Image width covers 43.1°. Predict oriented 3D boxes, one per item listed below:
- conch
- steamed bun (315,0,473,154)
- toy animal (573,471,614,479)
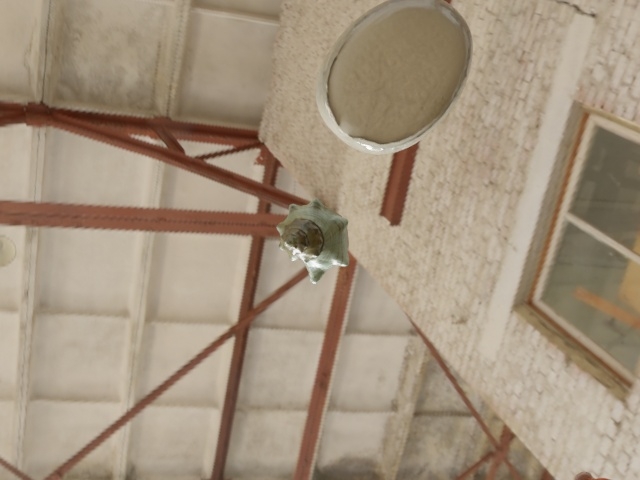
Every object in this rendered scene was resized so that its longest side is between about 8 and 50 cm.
[{"bbox_3d":[0.005,0.004,1.406,0.234,0.114,0.137,20,-107,-50],"label":"conch"},{"bbox_3d":[0.100,-0.225,1.098,0.177,0.131,0.228,40,-86,-3],"label":"steamed bun"},{"bbox_3d":[0.395,0.401,1.049,0.171,0.198,0.171,-27,-55,-47],"label":"toy animal"}]
